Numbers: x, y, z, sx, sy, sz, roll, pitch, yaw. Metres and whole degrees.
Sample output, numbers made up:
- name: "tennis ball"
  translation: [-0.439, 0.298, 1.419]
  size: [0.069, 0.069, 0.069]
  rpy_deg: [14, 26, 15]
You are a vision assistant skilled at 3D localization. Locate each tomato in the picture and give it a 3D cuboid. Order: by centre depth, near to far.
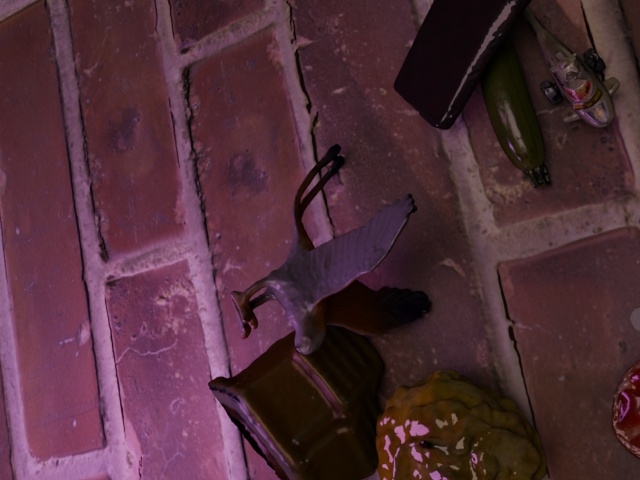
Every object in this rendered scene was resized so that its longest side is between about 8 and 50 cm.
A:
- name: "tomato"
  translation: [0.454, 0.215, 1.041]
  size: [0.155, 0.069, 0.156]
  rpy_deg: [-1, 89, 35]

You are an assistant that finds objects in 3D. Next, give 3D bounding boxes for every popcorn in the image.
- name: "popcorn"
  translation: [0.176, 0.302, 1.111]
  size: [0.233, 0.192, 0.266]
  rpy_deg: [-39, 51, 25]

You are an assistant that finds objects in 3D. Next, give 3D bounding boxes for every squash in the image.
- name: "squash"
  translation: [0.275, -0.195, 1.190]
  size: [0.066, 0.066, 0.252]
  rpy_deg: [-21, 74, 25]

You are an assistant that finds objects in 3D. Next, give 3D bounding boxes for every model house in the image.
- name: "model house"
  translation: [-0.004, 0.244, 1.249]
  size: [0.239, 0.173, 0.268]
  rpy_deg: [-36, 80, -19]

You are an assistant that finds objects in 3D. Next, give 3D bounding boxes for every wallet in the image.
- name: "wallet"
  translation: [0.200, -0.291, 1.209]
  size: [0.229, 0.049, 0.182]
  rpy_deg: [-61, 37, 20]

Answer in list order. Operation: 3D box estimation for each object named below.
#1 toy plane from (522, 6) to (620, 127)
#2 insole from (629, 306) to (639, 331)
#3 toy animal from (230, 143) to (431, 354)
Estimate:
- name: "toy plane"
  translation: [0.329, -0.269, 1.158]
  size: [0.092, 0.108, 0.286]
  rpy_deg: [-35, 57, 21]
- name: "insole"
  translation: [0.477, 0.087, 1.084]
  size: [0.135, 0.002, 0.045]
  rpy_deg: [-26, 71, 23]
- name: "toy animal"
  translation: [-0.018, 0.014, 1.211]
  size: [0.302, 0.225, 0.284]
  rpy_deg: [-32, 52, -12]
